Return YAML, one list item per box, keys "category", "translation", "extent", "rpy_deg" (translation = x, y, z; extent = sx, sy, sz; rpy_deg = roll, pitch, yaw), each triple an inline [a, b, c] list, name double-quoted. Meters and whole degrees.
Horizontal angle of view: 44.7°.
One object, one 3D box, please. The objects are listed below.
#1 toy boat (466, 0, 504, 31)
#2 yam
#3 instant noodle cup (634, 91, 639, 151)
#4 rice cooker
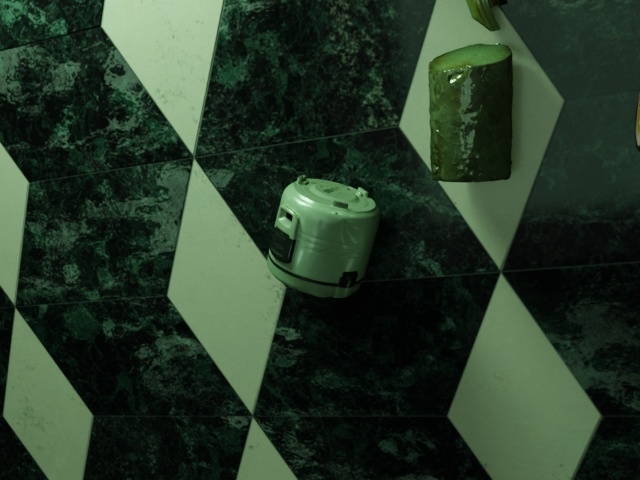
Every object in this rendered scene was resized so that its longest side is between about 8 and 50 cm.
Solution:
- category: "toy boat"
  translation: [0.305, -0.477, 1.461]
  extent: [0.066, 0.065, 0.172]
  rpy_deg: [-17, 101, 3]
- category: "yam"
  translation: [0.287, -0.234, 1.491]
  extent: [0.161, 0.161, 0.267]
  rpy_deg: [4, 110, 21]
- category: "instant noodle cup"
  translation: [0.683, -0.249, 1.303]
  extent: [0.255, 0.244, 0.243]
  rpy_deg: [10, 109, 12]
- category: "rice cooker"
  translation: [0.000, 0.000, 1.642]
  extent: [0.226, 0.226, 0.244]
  rpy_deg: [20, 115, 15]
